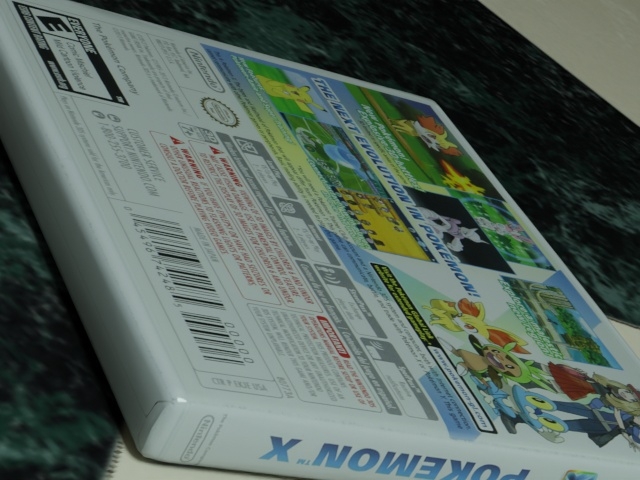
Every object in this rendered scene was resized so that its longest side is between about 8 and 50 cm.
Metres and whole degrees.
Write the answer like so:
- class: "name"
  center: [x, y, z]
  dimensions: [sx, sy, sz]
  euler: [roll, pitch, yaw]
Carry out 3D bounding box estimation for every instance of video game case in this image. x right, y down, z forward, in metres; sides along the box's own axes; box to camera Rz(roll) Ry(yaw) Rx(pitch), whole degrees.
- class: "video game case"
  center: [0.000, 0.000, 0.861]
  dimensions: [0.300, 0.036, 0.329]
  euler: [12, 29, -34]
